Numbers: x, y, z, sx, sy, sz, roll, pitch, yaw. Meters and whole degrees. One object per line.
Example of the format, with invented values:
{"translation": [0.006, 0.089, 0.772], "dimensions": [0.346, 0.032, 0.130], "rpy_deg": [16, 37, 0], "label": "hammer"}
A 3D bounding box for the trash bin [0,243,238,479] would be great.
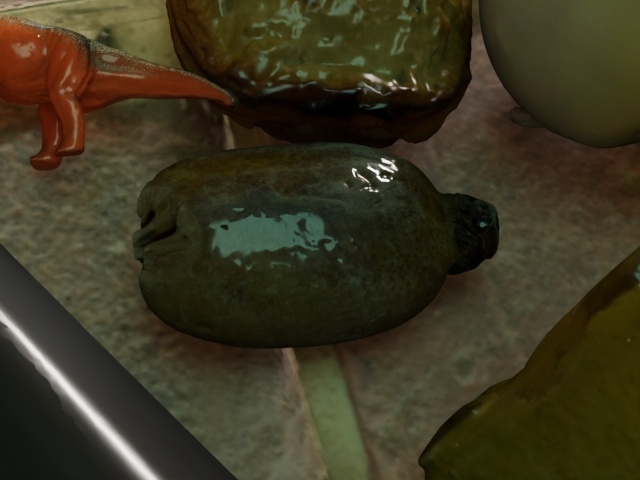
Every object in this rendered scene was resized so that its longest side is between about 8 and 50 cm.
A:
{"translation": [-0.132, 0.135, 0.668], "dimensions": [0.209, 0.182, 0.290], "rpy_deg": [-47, 68, 4], "label": "trash bin"}

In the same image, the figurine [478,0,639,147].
{"translation": [0.287, -0.110, 0.926], "dimensions": [0.394, 0.226, 0.274], "rpy_deg": [28, 31, -1], "label": "figurine"}

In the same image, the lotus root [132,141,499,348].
{"translation": [0.000, 0.000, 0.842], "dimensions": [0.192, 0.088, 0.113], "rpy_deg": [-3, 55, -13], "label": "lotus root"}

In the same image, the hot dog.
{"translation": [0.007, -0.173, 0.925], "dimensions": [0.175, 0.114, 0.259], "rpy_deg": [7, 74, -8], "label": "hot dog"}

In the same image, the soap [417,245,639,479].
{"translation": [0.218, 0.039, 0.713], "dimensions": [0.304, 0.338, 0.169], "rpy_deg": [-23, 65, -23], "label": "soap"}

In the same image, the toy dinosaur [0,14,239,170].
{"translation": [-0.179, -0.084, 0.868], "dimensions": [0.280, 0.055, 0.101], "rpy_deg": [5, 72, 3], "label": "toy dinosaur"}
